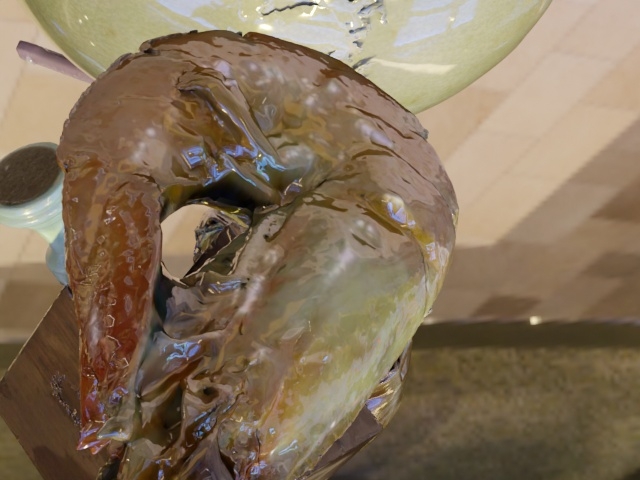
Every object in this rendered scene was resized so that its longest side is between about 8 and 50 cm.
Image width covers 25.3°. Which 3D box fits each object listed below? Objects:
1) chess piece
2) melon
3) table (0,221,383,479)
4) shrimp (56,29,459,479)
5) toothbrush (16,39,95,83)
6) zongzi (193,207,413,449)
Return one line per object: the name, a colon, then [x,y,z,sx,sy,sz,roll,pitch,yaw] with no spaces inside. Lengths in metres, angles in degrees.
chess piece: [-0.184,-0.012,0.991,0.067,0.067,0.103,-10,138,11]
melon: [-0.025,-0.186,0.771,0.330,0.269,0.268,1,154,-20]
table: [-0.103,0.128,1.034,0.169,0.193,0.172,-24,162,-46]
shrimp: [-0.031,0.009,0.472,0.145,0.267,0.061,37,134,-9]
toothbrush: [-0.145,-0.119,1.244,0.354,0.029,0.024,22,167,32]
zongzi: [0.000,0.000,1.225,0.138,0.286,0.300,-8,136,-27]
